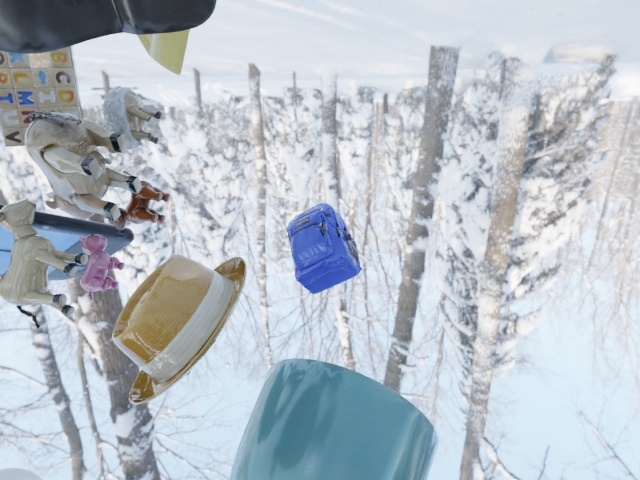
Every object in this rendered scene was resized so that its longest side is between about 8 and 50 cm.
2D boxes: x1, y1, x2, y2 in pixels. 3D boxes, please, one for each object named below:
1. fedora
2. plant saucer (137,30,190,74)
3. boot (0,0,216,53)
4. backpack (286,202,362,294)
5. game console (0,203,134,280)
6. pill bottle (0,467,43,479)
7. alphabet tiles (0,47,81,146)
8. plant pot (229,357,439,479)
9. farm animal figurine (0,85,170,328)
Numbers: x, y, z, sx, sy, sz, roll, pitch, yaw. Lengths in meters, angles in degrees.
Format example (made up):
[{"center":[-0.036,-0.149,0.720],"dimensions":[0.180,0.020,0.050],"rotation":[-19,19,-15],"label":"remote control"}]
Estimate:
[{"center":[-0.165,0.078,0.468],"dimensions":[0.194,0.079,0.194],"rotation":[-39,-158,19],"label":"fedora"},{"center":[-0.474,-0.679,1.147],"dimensions":[0.081,0.333,0.332],"rotation":[-29,174,-32],"label":"plant saucer"},{"center":[-0.262,-0.264,0.420],"dimensions":[0.305,0.112,0.115],"rotation":[-7,-133,-15],"label":"boot"},{"center":[0.000,0.000,0.644],"dimensions":[0.097,0.101,0.120],"rotation":[-22,-132,13],"label":"backpack"},{"center":[-0.675,0.014,0.935],"dimensions":[0.341,0.060,0.386],"rotation":[-19,161,33],"label":"game console"},{"center":[-0.359,0.299,0.393],"dimensions":[0.215,0.117,0.117],"rotation":[-34,-167,12],"label":"pill bottle"},{"center":[-0.622,-0.320,0.887],"dimensions":[0.198,0.237,0.009],"rotation":[-6,-167,-12],"label":"alphabet tiles"},{"center":[0.001,0.356,0.613],"dimensions":[0.292,0.293,0.235],"rotation":[9,-134,23],"label":"plant pot"},{"center":[-0.420,-0.073,0.719],"dimensions":[0.172,0.327,0.330],"rotation":[17,-144,6],"label":"farm animal figurine"}]
